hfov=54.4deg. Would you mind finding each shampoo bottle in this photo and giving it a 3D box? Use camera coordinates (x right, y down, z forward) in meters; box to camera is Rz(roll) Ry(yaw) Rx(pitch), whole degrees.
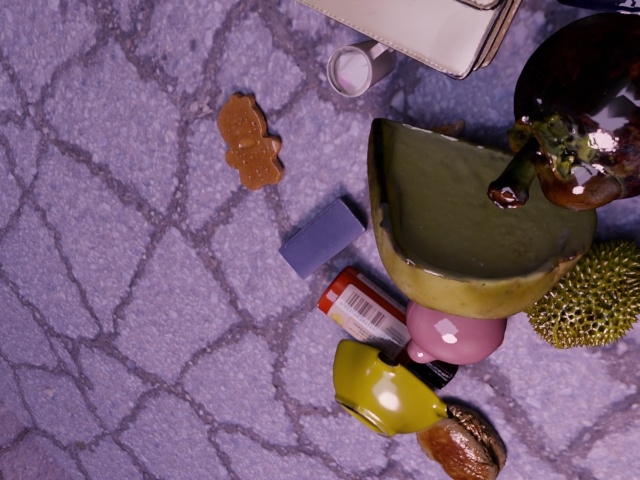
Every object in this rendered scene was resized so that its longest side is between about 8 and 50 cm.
[{"bbox_3d":[0.131,0.169,1.159,0.278,0.104,0.104,38,129,10],"label":"shampoo bottle"}]

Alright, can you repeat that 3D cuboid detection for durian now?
[{"bbox_3d":[0.386,0.073,0.908,0.146,0.159,0.198,48,130,-6],"label":"durian"}]

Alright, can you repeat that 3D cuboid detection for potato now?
[{"bbox_3d":[0.195,0.013,0.891,0.330,0.280,0.213,14,138,7],"label":"potato"}]

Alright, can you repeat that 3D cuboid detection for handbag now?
[{"bbox_3d":[0.104,-0.400,0.835,0.358,0.160,0.237,31,120,15],"label":"handbag"}]

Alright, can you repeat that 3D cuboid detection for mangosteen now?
[{"bbox_3d":[0.320,-0.141,0.757,0.231,0.289,0.231,45,156,27],"label":"mangosteen"}]

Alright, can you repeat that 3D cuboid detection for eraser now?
[{"bbox_3d":[0.000,0.000,1.195,0.082,0.036,0.225,50,130,0],"label":"eraser"}]

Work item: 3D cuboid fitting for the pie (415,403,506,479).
[{"bbox_3d":[0.271,0.410,1.222,0.193,0.079,0.163,51,135,-4],"label":"pie"}]

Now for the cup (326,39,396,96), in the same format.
[{"bbox_3d":[0.076,-0.275,0.945,0.104,0.116,0.074,-34,93,41],"label":"cup"}]

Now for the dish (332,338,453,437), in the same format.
[{"bbox_3d":[0.110,0.293,1.156,0.221,0.108,0.262,40,165,-9],"label":"dish"}]

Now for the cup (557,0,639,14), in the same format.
[{"bbox_3d":[0.406,-0.390,0.678,0.178,0.255,0.256,-133,39,-55],"label":"cup"}]

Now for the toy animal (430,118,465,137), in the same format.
[{"bbox_3d":[0.212,-0.149,0.967,0.083,0.060,0.081,64,168,-13],"label":"toy animal"}]

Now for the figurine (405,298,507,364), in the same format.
[{"bbox_3d":[0.224,0.124,1.035,0.173,0.173,0.173,15,122,25],"label":"figurine"}]

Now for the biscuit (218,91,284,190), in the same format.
[{"bbox_3d":[-0.137,-0.184,1.189,0.133,0.027,0.184,-27,97,40],"label":"biscuit"}]
